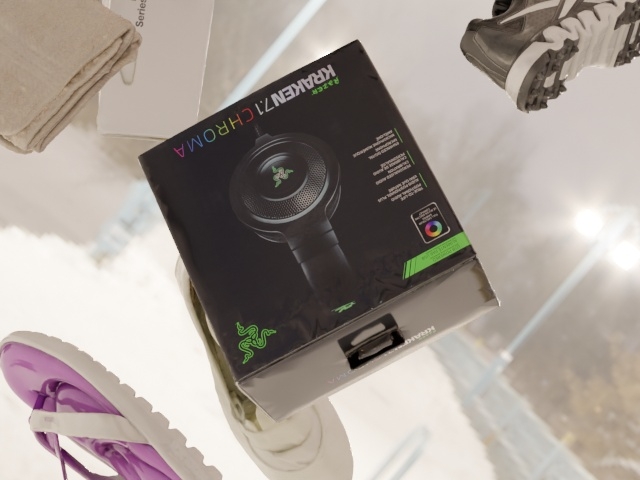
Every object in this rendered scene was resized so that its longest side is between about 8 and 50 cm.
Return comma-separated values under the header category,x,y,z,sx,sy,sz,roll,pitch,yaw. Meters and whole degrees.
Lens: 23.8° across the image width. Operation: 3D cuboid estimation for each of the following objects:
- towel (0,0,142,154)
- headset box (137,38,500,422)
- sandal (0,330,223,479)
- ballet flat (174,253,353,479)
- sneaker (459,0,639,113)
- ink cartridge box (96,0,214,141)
category,x,y,z,sx,sy,sz,roll,pitch,yaw
towel,-0.335,-0.214,1.628,0.282,0.187,0.049,37,-13,31
headset box,0.000,0.000,1.425,0.283,0.246,0.131,65,4,28
sandal,-0.247,0.234,1.713,0.416,0.102,0.169,31,-39,30
ballet flat,-0.082,0.179,1.970,0.400,0.139,0.139,64,-1,-5
sneaker,0.202,-0.185,1.272,0.106,0.234,0.078,36,-45,26
ink cartridge box,-0.204,-0.279,1.850,0.122,0.211,0.289,4,34,-10
